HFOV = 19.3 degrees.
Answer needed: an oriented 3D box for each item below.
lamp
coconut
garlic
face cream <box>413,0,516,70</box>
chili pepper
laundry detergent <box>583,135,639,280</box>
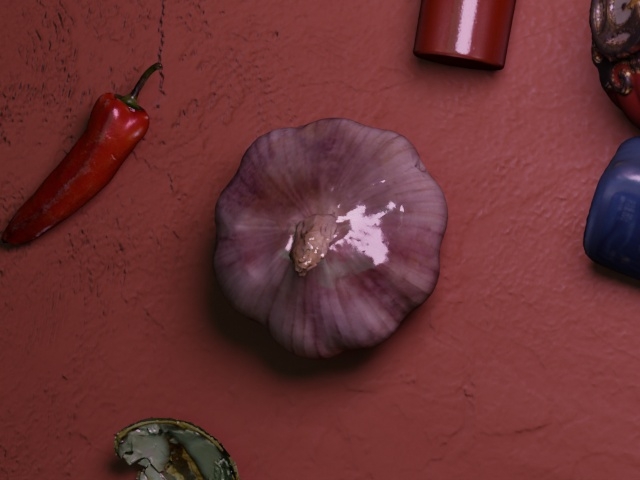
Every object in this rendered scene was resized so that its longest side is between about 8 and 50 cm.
[{"bbox_3d":[0.357,-0.200,1.744,0.227,0.227,0.226,-1,86,18],"label":"lamp"},{"bbox_3d":[-0.138,0.256,1.950,0.133,0.055,0.158,-16,83,15],"label":"coconut"},{"bbox_3d":[0.000,0.000,1.825,0.245,0.253,0.245,0,92,11],"label":"garlic"},{"bbox_3d":[0.154,-0.282,1.870,0.096,0.096,0.214,10,90,19],"label":"face cream"},{"bbox_3d":[-0.249,-0.084,2.008,0.063,0.071,0.272,35,106,-22],"label":"chili pepper"},{"bbox_3d":[0.394,0.011,1.752,0.290,0.094,0.143,24,137,18],"label":"laundry detergent"}]
